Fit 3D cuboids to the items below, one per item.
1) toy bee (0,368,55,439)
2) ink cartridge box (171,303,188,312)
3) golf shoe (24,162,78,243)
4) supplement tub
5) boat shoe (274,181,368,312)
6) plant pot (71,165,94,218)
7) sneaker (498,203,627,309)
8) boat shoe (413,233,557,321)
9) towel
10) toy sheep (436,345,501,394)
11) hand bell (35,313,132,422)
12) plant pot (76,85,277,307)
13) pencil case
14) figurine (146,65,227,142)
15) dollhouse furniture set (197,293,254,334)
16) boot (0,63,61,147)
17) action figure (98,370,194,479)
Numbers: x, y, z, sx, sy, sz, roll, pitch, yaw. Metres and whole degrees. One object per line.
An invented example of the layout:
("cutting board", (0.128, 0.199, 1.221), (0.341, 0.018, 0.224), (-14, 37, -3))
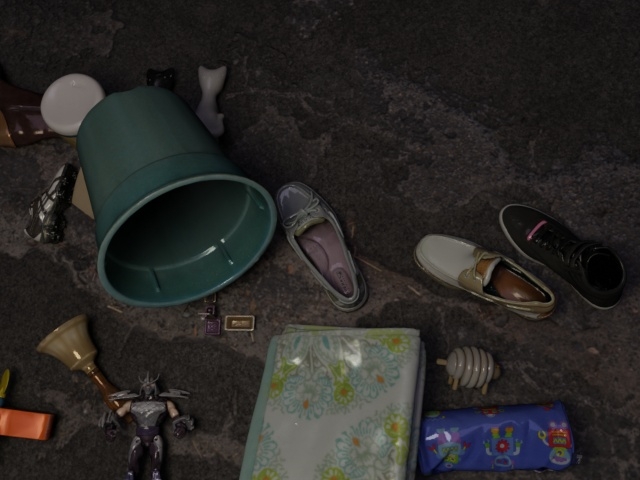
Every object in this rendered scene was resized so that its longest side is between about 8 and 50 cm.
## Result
("toy bee", (-0.711, 0.359, 1.345), (0.298, 0.162, 0.195), (32, 71, -10))
("ink cartridge box", (-0.352, 0.044, 1.402), (0.203, 0.086, 0.148), (30, 79, 14))
("golf shoe", (-0.630, -0.092, 1.485), (0.093, 0.077, 0.198), (9, 74, 10))
("supplement tub", (-0.520, -0.271, 1.456), (0.144, 0.200, 0.144), (-2, 75, 7))
("boat shoe", (-0.002, 0.002, 1.358), (0.118, 0.103, 0.320), (-27, 73, -1))
("plant pot", (-0.498, -0.102, 1.460), (0.109, 0.109, 0.096), (34, 95, 15))
("sneaker", (0.485, 0.011, 1.268), (0.104, 0.147, 0.296), (-45, 72, -4))
("boat shoe", (0.334, 0.062, 1.296), (0.302, 0.103, 0.113), (24, 78, 13))
("towel", (0.025, 0.337, 1.194), (0.320, 0.090, 0.375), (-3, 61, 27))
("toy sheep", (0.292, 0.251, 1.259), (0.132, 0.091, 0.091), (9, 75, -9))
("hand bell", (-0.474, 0.287, 1.358), (0.126, 0.126, 0.242), (-40, 86, -5))
("plant pot", (-0.307, -0.105, 1.253), (0.341, 0.341, 0.334), (-31, 57, -2))
("pencil case", (0.318, 0.376, 1.202), (0.306, 0.119, 0.133), (-5, 94, 6))
("figurine", (-0.322, -0.321, 1.508), (0.214, 0.092, 0.210), (-1, 70, 6))
("dollhouse furniture set", (-0.200, 0.150, 1.354), (0.114, 0.081, 0.091), (0, 74, 8))
("boot", (-0.724, -0.344, 1.581), (0.206, 0.090, 0.249), (-9, 71, -7))
("action figure", (-0.347, 0.407, 1.289), (0.185, 0.099, 0.285), (-1, 77, 0))
